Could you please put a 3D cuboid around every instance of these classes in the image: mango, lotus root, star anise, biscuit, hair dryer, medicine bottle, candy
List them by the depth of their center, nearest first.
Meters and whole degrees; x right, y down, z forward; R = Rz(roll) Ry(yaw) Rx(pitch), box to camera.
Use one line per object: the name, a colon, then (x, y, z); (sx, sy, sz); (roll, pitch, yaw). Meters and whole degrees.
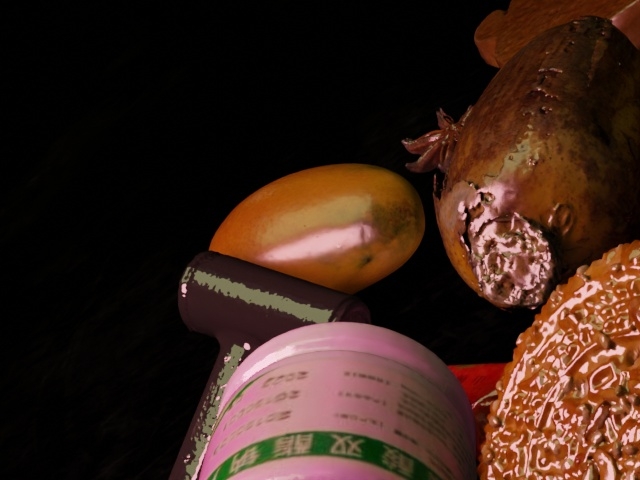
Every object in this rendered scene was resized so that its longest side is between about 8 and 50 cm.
biscuit: (0.199, 0.140, 1.139); (0.305, 0.038, 0.305); (-32, 49, 46)
medicine bottle: (0.006, 0.225, 1.257); (0.212, 0.212, 0.325); (-31, 21, 22)
candy: (0.114, 0.144, 1.462); (0.292, 0.059, 0.086); (-9, 34, 53)
lotus root: (0.214, -0.069, 1.590); (0.196, 0.179, 0.397); (-46, 9, 35)
hair dryer: (-0.079, 0.146, 1.729); (0.197, 0.089, 0.251); (15, 74, 32)
mango: (-0.003, -0.004, 1.875); (0.254, 0.139, 0.175); (-23, 40, 19)
star anise: (0.155, -0.115, 1.968); (0.141, 0.042, 0.141); (-31, 22, 13)
biscuit: (0.328, -0.287, 1.999); (0.350, 0.070, 0.394); (-26, 23, 37)
